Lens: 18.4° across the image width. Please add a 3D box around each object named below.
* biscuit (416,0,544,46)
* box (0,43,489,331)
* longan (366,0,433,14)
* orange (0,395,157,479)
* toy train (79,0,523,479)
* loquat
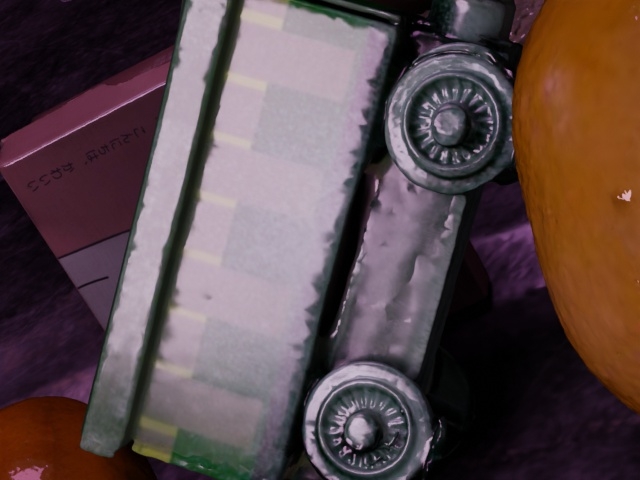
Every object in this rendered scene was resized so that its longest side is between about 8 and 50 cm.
[{"bbox_3d":[0.046,-0.087,1.335,0.252,0.052,0.150,-40,29,-13],"label":"biscuit"},{"bbox_3d":[-0.043,-0.022,1.159,0.215,0.215,0.086,-27,21,11],"label":"box"},{"bbox_3d":[0.026,-0.275,1.448,0.258,0.258,0.258,-25,30,15],"label":"longan"},{"bbox_3d":[-0.156,0.164,1.084,0.156,0.124,0.156,-32,39,30],"label":"orange"},{"bbox_3d":[0.000,0.000,1.020,0.202,0.300,0.120,16,9,10],"label":"toy train"},{"bbox_3d":[0.215,-0.041,0.866,0.275,0.275,0.275,-25,30,15],"label":"loquat"}]
